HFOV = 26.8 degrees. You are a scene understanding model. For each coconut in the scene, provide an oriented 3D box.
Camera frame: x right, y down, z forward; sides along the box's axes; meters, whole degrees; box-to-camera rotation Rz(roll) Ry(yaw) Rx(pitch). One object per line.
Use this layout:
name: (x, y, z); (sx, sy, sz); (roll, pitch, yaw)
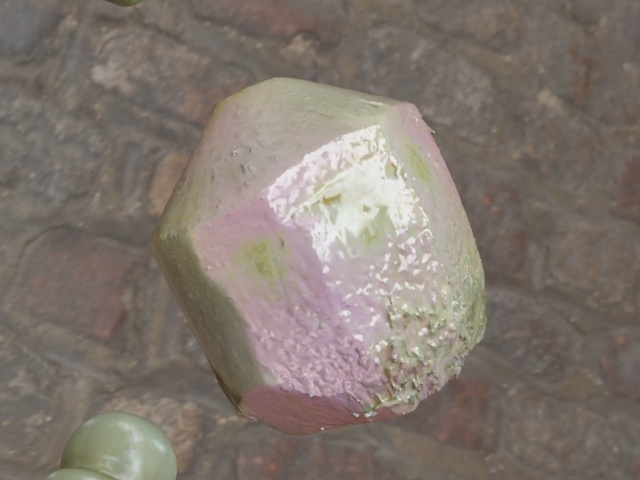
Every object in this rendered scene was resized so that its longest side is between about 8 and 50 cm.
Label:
coconut: (0.000, 0.000, 0.969); (0.233, 0.233, 0.245); (-33, 104, -33)

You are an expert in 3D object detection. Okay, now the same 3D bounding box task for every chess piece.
chess piece: (-0.266, 0.327, 1.471); (0.182, 0.182, 0.330); (42, 45, -16)

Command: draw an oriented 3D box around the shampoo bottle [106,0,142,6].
shampoo bottle: (-0.189, -0.229, 0.958); (0.162, 0.079, 0.079); (19, 68, -38)
